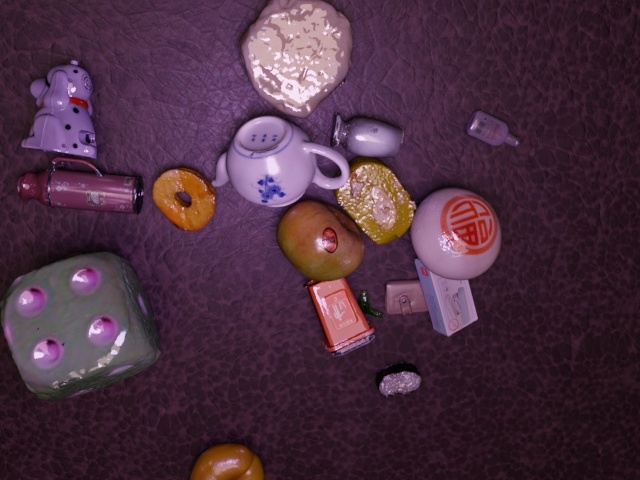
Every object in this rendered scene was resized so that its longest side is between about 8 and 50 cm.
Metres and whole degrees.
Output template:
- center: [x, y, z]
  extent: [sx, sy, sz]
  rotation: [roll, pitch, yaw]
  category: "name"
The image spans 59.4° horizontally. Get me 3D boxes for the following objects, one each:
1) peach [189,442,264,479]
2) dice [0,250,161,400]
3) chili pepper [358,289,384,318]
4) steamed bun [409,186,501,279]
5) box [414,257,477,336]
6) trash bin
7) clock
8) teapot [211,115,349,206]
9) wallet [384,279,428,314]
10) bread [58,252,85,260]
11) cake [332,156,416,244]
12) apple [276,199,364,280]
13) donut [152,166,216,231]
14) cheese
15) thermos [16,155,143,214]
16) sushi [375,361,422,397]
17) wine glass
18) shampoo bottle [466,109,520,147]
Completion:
- center: [-0.308, 0.792, 1.868]
  extent: [0.251, 0.153, 0.251]
  rotation: [-2, 113, -5]
  category: "peach"
- center: [-0.641, 0.235, 1.529]
  extent: [0.330, 0.318, 0.323]
  rotation: [-23, 77, -10]
  category: "dice"
- center: [0.155, 0.215, 1.815]
  extent: [0.055, 0.035, 0.118]
  rotation: [-30, 104, 20]
  category: "chili pepper"
- center: [0.410, -0.028, 1.651]
  extent: [0.282, 0.177, 0.283]
  rotation: [4, 74, -12]
  category: "steamed bun"
- center: [0.400, 0.157, 1.785]
  extent: [0.135, 0.079, 0.270]
  rotation: [-25, 108, -20]
  category: "box"
- center: [0.050, 0.218, 1.743]
  extent: [0.161, 0.184, 0.239]
  rotation: [-24, 93, -7]
  category: "trash bin"
- center: [-0.682, -0.352, 1.494]
  extent: [0.188, 0.189, 0.254]
  rotation: [2, 93, -7]
  category: "clock"
- center: [-0.127, -0.197, 1.571]
  extent: [0.423, 0.253, 0.280]
  rotation: [1, 143, 14]
  category: "teapot"
- center: [0.284, 0.184, 1.820]
  extent: [0.152, 0.039, 0.118]
  rotation: [-5, 104, -7]
  category: "wallet"
- center: [-0.729, 0.076, 1.656]
  extent: [0.113, 0.060, 0.082]
  rotation: [-19, 108, -3]
  category: "bread"
- center: [0.165, -0.123, 1.663]
  extent: [0.179, 0.156, 0.260]
  rotation: [-39, 108, 12]
  category: "cake"
- center: [0.000, 0.000, 1.628]
  extent: [0.261, 0.261, 0.194]
  rotation: [42, 107, -16]
  category: "apple"
- center: [-0.384, -0.126, 1.621]
  extent: [0.190, 0.075, 0.174]
  rotation: [31, 116, -6]
  category: "donut"
- center: [-0.061, -0.504, 1.544]
  extent: [0.317, 0.115, 0.327]
  rotation: [-8, 108, -4]
  category: "cheese"
- center: [-0.674, -0.149, 1.564]
  extent: [0.329, 0.110, 0.136]
  rotation: [5, 141, -8]
  category: "thermos"
- center: [0.261, 0.464, 1.876]
  extent: [0.150, 0.078, 0.091]
  rotation: [-13, 101, -2]
  category: "sushi"
- center: [0.131, -0.300, 1.624]
  extent: [0.204, 0.111, 0.111]
  rotation: [11, 104, -7]
  category: "wine glass"
- center: [0.527, -0.329, 1.700]
  extent: [0.165, 0.040, 0.080]
  rotation: [22, 101, -13]
  category: "shampoo bottle"
